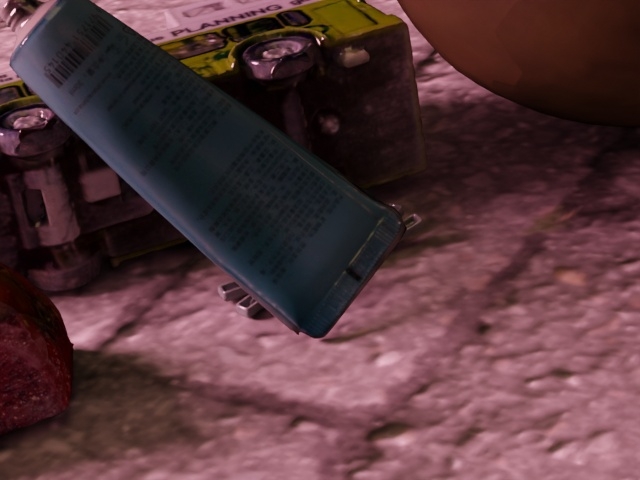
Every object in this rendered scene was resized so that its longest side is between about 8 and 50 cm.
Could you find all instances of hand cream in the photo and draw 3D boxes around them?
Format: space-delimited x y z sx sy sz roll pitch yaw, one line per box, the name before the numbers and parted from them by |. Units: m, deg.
hand cream | -0.064 -0.048 0.882 0.083 0.224 0.048 -52 4 -19

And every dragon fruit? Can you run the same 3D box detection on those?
dragon fruit | -0.191 0.045 0.832 0.147 0.096 0.102 -17 35 -14

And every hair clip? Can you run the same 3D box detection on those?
hair clip | 0.001 0.000 0.927 0.115 0.039 0.030 -21 38 -28

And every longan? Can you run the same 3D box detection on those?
longan | 0.172 -0.195 0.983 0.288 0.288 0.350 4 16 18

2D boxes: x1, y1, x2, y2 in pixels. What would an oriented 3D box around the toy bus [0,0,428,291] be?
toy bus | -0.102 -0.059 0.985 0.302 0.113 0.139 -16 27 -14
